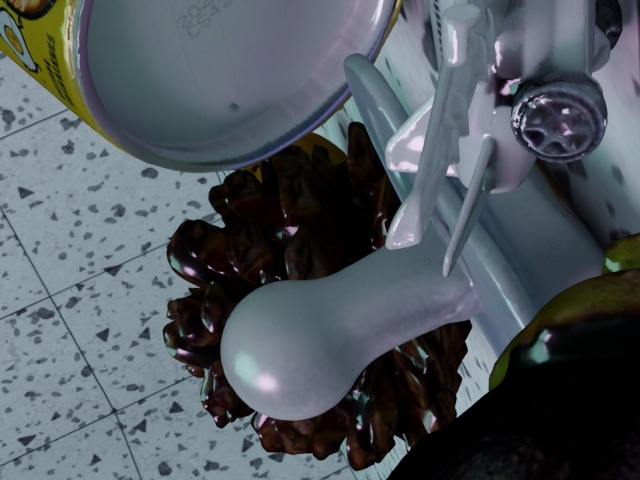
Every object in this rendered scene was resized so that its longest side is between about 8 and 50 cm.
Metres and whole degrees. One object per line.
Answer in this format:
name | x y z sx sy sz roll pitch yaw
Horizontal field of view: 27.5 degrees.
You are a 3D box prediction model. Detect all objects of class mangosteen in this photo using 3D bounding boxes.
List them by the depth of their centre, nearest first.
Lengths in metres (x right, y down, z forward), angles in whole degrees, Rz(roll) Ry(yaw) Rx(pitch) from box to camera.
mangosteen | 0.140 0.135 0.566 0.275 0.275 0.302 83 -167 -68

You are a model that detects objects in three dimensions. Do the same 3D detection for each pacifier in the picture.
pacifier | 0.050 0.038 0.807 0.299 0.233 0.244 62 175 34

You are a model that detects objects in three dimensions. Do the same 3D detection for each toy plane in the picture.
toy plane | 0.082 -0.115 0.559 0.251 0.101 0.255 -68 -16 -48

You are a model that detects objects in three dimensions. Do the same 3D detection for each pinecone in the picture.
pinecone | -0.002 0.045 1.099 0.242 0.296 0.298 15 -112 -45

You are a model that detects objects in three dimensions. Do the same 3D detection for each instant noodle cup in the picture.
instant noodle cup | -0.107 -0.214 0.904 0.254 0.326 0.325 46 162 39

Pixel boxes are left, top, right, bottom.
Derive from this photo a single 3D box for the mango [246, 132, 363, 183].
mango | 0.000 0.000 1.390 0.151 0.156 0.248 -1 121 42
